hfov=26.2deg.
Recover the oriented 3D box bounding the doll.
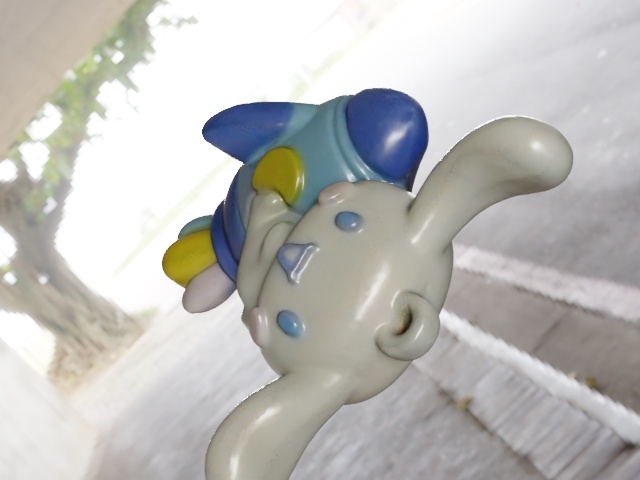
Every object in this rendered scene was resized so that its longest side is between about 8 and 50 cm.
[{"bbox_3d":[-0.004,-0.006,1.168,0.376,0.187,0.365,-35,36,-3],"label":"doll"}]
